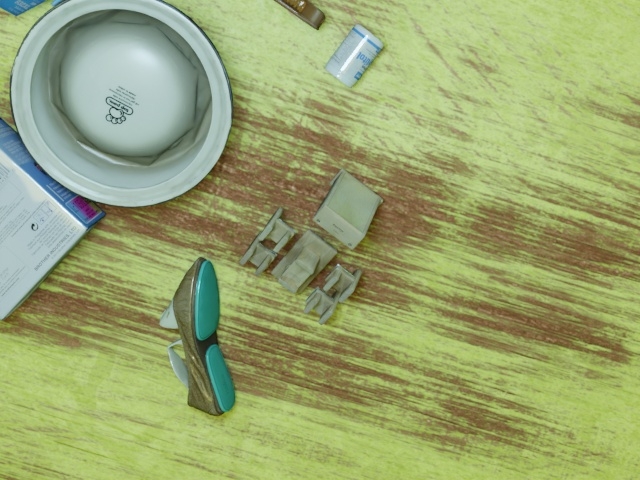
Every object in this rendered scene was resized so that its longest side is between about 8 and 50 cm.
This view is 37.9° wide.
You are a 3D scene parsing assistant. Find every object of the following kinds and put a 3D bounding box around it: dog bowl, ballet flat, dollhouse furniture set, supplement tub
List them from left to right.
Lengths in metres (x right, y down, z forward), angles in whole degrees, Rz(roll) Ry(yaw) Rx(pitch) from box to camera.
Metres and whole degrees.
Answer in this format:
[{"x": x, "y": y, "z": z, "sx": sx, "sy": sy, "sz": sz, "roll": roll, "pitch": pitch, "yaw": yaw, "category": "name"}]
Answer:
[{"x": -0.363, "y": -0.277, "z": 1.761, "sx": 0.408, "sy": 0.150, "sz": 0.408, "roll": 0, "pitch": 114, "yaw": -1, "category": "dog bowl"}, {"x": -0.264, "y": 0.203, "z": 1.929, "sx": 0.124, "sy": 0.116, "sz": 0.342, "roll": -2, "pitch": 107, "yaw": 22, "category": "ballet flat"}, {"x": 0.000, "y": 0.000, "z": 1.872, "sx": 0.212, "sy": 0.161, "sz": 0.242, "roll": 37, "pitch": 123, "yaw": -6, "category": "dollhouse furniture set"}, {"x": 0.066, "y": -0.357, "z": 1.799, "sx": 0.071, "sy": 0.071, "sz": 0.107, "roll": 36, "pitch": 102, "yaw": -6, "category": "supplement tub"}]

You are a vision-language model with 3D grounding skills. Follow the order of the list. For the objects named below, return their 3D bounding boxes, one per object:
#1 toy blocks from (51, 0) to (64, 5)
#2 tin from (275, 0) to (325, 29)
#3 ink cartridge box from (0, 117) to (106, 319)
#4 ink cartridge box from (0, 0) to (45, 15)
[{"x": -0.432, "y": -0.463, "z": 1.797, "sx": 0.148, "sy": 0.054, "sz": 0.123, "roll": -36, "pitch": 99, "yaw": 9, "category": "toy blocks"}, {"x": -0.073, "y": -0.465, "z": 1.762, "sx": 0.189, "sy": 0.106, "sz": 0.040, "roll": 34, "pitch": 94, "yaw": -7, "category": "tin"}, {"x": -0.670, "y": -0.083, "z": 1.840, "sx": 0.395, "sy": 0.151, "sz": 0.270, "roll": 44, "pitch": 100, "yaw": -9, "category": "ink cartridge box"}, {"x": -0.497, "y": -0.589, "z": 1.707, "sx": 0.307, "sy": 0.129, "sz": 0.223, "roll": -25, "pitch": 84, "yaw": 7, "category": "ink cartridge box"}]
